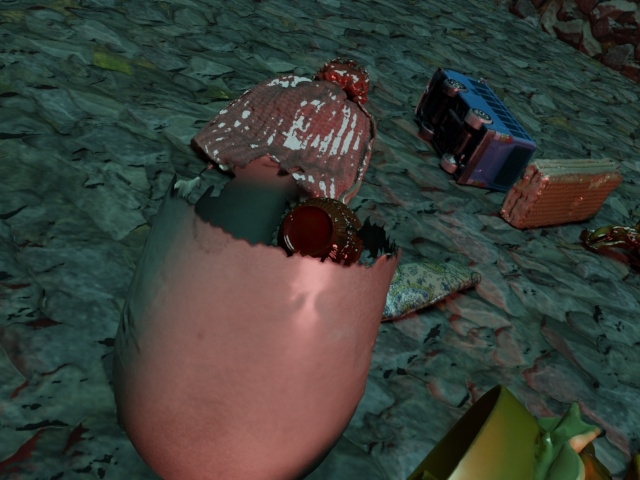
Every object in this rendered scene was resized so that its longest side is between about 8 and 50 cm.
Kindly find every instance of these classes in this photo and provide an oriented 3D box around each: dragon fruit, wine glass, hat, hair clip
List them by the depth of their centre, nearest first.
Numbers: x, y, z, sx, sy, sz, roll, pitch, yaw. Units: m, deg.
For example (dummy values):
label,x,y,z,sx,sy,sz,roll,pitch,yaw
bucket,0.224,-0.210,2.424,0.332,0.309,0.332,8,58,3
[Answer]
label,x,y,z,sx,sy,sz,roll,pitch,yaw
wine glass,-0.063,0.115,0.423,0.143,0.321,0.143,19,24,-9
hair clip,0.127,0.053,0.917,0.229,0.036,0.066,-8,50,-42
hat,-0.019,-0.159,1.071,0.237,0.107,0.286,29,55,7
dragon fruit,0.537,0.002,1.219,0.246,0.125,0.125,6,46,1

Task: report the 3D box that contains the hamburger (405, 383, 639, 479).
label,x,y,z,sx,sy,sz,roll,pitch,yaw
hamburger,0.109,0.233,0.409,0.212,0.274,0.274,40,34,12

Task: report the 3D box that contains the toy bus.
label,x,y,z,sx,sy,sz,roll,pitch,yaw
toy bus,0.264,-0.196,1.321,0.134,0.116,0.234,10,36,-23

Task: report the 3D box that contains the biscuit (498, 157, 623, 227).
label,x,y,z,sx,sy,sz,roll,pitch,yaw
biscuit,0.397,-0.081,1.235,0.239,0.108,0.062,-7,44,-40

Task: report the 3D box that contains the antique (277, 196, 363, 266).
label,x,y,z,sx,sy,sz,roll,pitch,yaw
antique,0.000,0.000,0.854,0.104,0.104,0.104,17,31,-11
